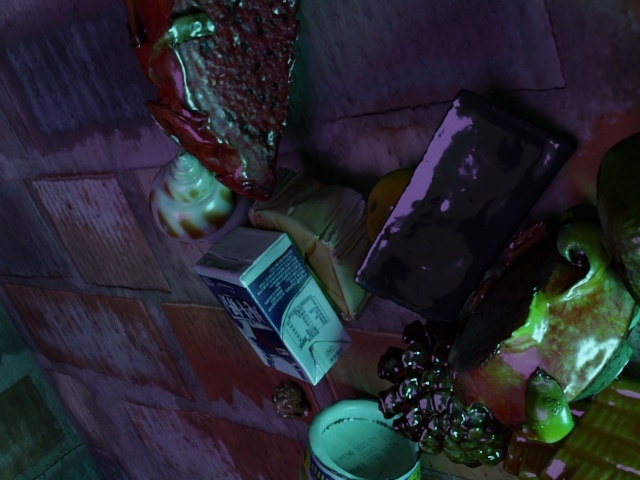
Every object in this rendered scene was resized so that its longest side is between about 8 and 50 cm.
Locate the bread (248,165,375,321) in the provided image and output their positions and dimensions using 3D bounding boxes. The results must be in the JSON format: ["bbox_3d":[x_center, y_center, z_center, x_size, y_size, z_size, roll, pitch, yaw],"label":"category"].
[{"bbox_3d":[0.001,0.001,1.086,0.192,0.110,0.209,21,145,40],"label":"bread"}]

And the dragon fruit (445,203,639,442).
[{"bbox_3d":[0.246,0.088,0.811,0.130,0.268,0.295,34,149,3],"label":"dragon fruit"}]

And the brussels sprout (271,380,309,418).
[{"bbox_3d":[-0.070,0.326,1.485,0.085,0.058,0.085,44,147,38],"label":"brussels sprout"}]

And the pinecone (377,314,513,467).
[{"bbox_3d":[0.189,0.203,1.017,0.229,0.202,0.201,30,166,-5],"label":"pinecone"}]

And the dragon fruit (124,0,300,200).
[{"bbox_3d":[-0.119,-0.205,0.969,0.241,0.302,0.329,-14,103,14],"label":"dragon fruit"}]

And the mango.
[{"bbox_3d":[0.141,-0.007,0.965,0.195,0.098,0.137,46,130,-5],"label":"mango"}]

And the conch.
[{"bbox_3d":[-0.178,-0.065,1.163,0.183,0.275,0.148,10,91,12],"label":"conch"}]

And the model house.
[{"bbox_3d":[0.351,0.240,0.869,0.199,0.220,0.229,25,136,45],"label":"model house"}]

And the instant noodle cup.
[{"bbox_3d":[0.065,0.458,1.305,0.284,0.284,0.312,25,127,30],"label":"instant noodle cup"}]

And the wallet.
[{"bbox_3d":[0.161,-0.029,0.877,0.146,0.030,0.285,25,118,-5],"label":"wallet"}]

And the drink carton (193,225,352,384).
[{"bbox_3d":[-0.066,0.095,1.087,0.134,0.102,0.222,7,137,50],"label":"drink carton"}]

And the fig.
[{"bbox_3d":[0.382,-0.028,0.649,0.235,0.203,0.203,-18,107,28],"label":"fig"}]
